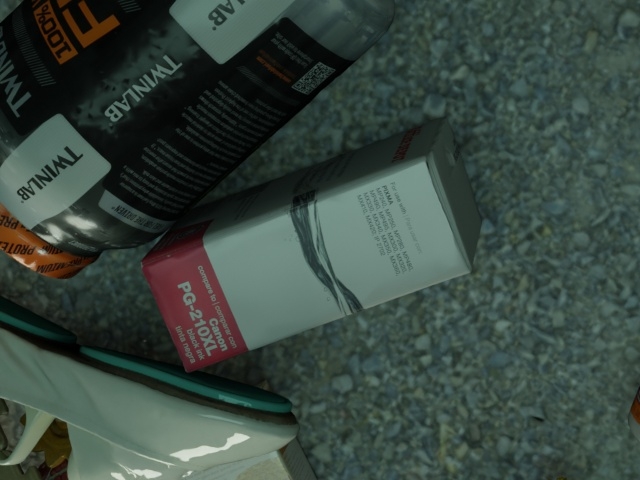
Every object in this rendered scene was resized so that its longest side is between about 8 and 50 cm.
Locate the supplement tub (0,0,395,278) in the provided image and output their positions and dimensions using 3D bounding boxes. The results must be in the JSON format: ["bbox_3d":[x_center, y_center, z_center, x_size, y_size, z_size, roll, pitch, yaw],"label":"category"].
[{"bbox_3d":[-0.126,-0.137,1.438,0.338,0.207,0.207,-41,95,15],"label":"supplement tub"}]

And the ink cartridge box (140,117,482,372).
[{"bbox_3d":[0.000,0.000,1.471,0.237,0.172,0.100,-20,100,12],"label":"ink cartridge box"}]

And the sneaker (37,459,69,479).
[{"bbox_3d":[-0.191,0.282,1.622,0.088,0.093,0.225,-14,87,31],"label":"sneaker"}]

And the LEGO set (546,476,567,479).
[{"bbox_3d":[0.182,0.238,1.549,0.227,0.087,0.093,-15,101,10],"label":"LEGO set"}]

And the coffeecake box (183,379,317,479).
[{"bbox_3d":[-0.072,0.234,1.593,0.142,0.068,0.185,-24,99,14],"label":"coffeecake box"}]

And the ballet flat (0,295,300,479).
[{"bbox_3d":[-0.204,0.131,1.515,0.400,0.139,0.139,18,106,23],"label":"ballet flat"}]

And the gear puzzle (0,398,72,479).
[{"bbox_3d":[-0.314,0.215,1.619,0.339,0.044,0.175,-36,65,12],"label":"gear puzzle"}]

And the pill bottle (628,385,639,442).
[{"bbox_3d":[0.334,0.070,1.468,0.121,0.121,0.221,21,106,3],"label":"pill bottle"}]
